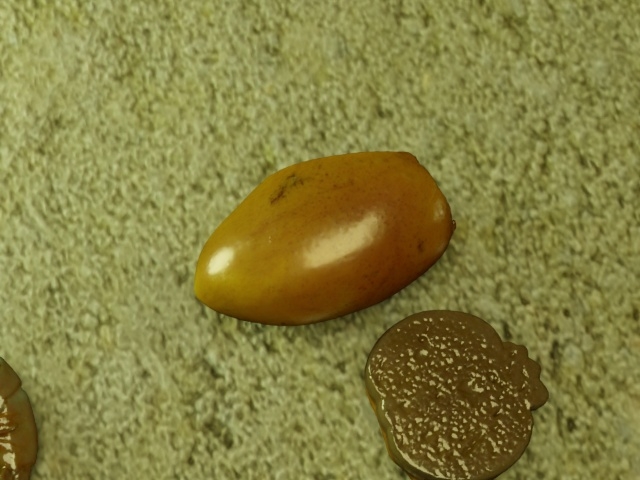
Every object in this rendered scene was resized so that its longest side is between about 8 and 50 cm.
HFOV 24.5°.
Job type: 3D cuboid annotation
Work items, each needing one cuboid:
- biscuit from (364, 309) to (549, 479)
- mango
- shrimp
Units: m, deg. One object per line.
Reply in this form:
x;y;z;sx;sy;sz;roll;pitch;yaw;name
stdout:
0.126;0.145;1.366;0.170;0.050;0.170;2;69;-5;biscuit
0.000;0.000;1.369;0.252;0.126;0.154;-20;63;-4;mango
-0.326;0.216;1.349;0.145;0.061;0.267;-11;72;-12;shrimp
